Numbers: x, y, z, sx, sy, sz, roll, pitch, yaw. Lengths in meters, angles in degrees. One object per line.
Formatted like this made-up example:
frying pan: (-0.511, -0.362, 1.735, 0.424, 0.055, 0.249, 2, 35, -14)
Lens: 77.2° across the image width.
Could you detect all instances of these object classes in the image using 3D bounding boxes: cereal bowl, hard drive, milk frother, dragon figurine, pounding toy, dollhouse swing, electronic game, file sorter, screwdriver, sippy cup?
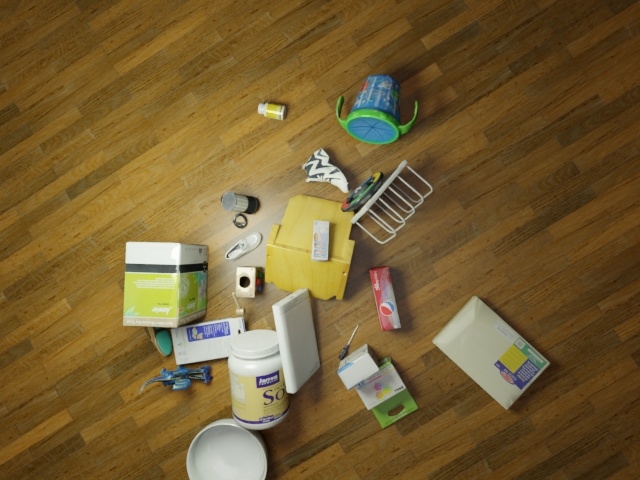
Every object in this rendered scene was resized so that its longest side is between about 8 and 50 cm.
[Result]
cereal bowl: (-0.381, 0.920, 1.704, 0.338, 0.141, 0.339, 0, 87, 4)
hard drive: (-0.092, 0.398, 1.632, 0.047, 0.233, 0.353, -4, 99, 27)
milk frother: (-0.366, -0.130, 1.747, 0.129, 0.134, 0.143, -4, 84, 35)
dragon figurine: (-0.605, 0.584, 1.704, 0.144, 0.289, 0.085, -7, 84, 42)
pounding toy: (-0.307, 0.215, 1.706, 0.094, 0.181, 0.206, 1, 88, 4)
dollhouse swing: (-0.031, 0.025, 1.757, 0.346, 0.305, 0.315, 12, 130, 4)
electronic game: (0.172, -0.202, 1.669, 0.229, 0.229, 0.048, -44, 102, 1)
file sorter: (0.293, -0.147, 1.639, 0.173, 0.193, 0.278, 42, 72, 1)
screwdriver: (0.125, 0.444, 1.747, 0.024, 0.025, 0.170, 28, 91, 4)
sippy cup: (0.239, -0.561, 1.692, 0.305, 0.240, 0.224, 18, 78, -18)

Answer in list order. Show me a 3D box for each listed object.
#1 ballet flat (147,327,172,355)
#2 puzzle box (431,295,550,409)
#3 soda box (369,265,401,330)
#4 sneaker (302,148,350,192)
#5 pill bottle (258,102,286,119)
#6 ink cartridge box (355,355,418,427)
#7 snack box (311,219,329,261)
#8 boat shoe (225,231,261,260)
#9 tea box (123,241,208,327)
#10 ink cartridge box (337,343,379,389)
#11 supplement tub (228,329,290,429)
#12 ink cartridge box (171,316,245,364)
ballet flat: (-0.732, 0.408, 1.793, 0.073, 0.080, 0.232, -24, 83, 31)
puzzle box: (0.714, 0.471, 1.692, 0.409, 0.052, 0.272, 43, 91, 4)
soda box: (0.273, 0.244, 1.710, 0.083, 0.092, 0.263, -12, 87, 4)
sneaker: (0.012, -0.270, 1.749, 0.153, 0.094, 0.235, -38, 86, 3)
pill bottle: (-0.216, -0.580, 1.790, 0.116, 0.065, 0.065, 12, 89, 4)
ink cartridge box: (0.278, 0.653, 1.692, 0.188, 0.097, 0.255, -31, 85, 2)
snack box: (0.000, 0.000, 1.608, 0.064, 0.022, 0.178, 4, 60, -2)
boat shoe: (-0.344, 0.026, 1.775, 0.184, 0.063, 0.066, -30, 86, 3)
tea box: (-0.624, 0.171, 1.656, 0.219, 0.329, 0.324, 2, 89, 4)
ink cartridge box: (0.156, 0.516, 1.653, 0.148, 0.203, 0.086, -34, 84, 2)
supplement tub: (-0.249, 0.557, 1.631, 0.241, 0.241, 0.331, -2, 101, 4)
ink cartridge box: (-0.480, 0.438, 1.769, 0.332, 0.065, 0.165, -9, 88, 5)
